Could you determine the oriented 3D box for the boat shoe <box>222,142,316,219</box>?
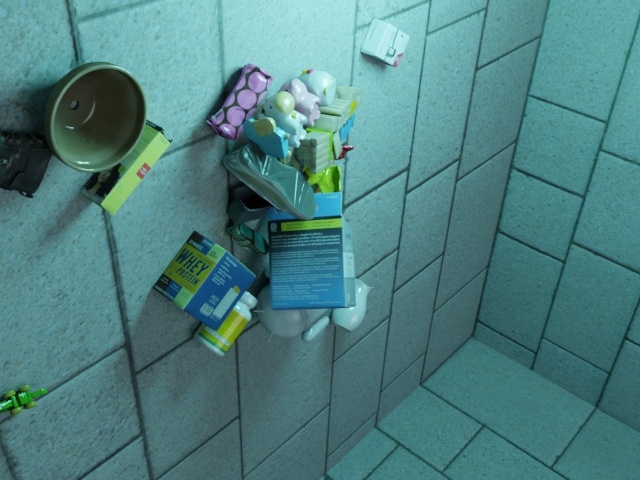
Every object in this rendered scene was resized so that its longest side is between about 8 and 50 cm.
[{"bbox_3d":[-0.135,-0.159,2.064,0.320,0.103,0.118,35,56,-38],"label":"boat shoe"}]

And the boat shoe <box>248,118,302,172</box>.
[{"bbox_3d":[-0.133,-0.245,2.092,0.089,0.105,0.285,-56,149,-13],"label":"boat shoe"}]

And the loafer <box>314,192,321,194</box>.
[{"bbox_3d":[0.000,0.000,2.375,0.111,0.112,0.319,9,78,-62],"label":"loafer"}]

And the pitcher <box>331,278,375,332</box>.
[{"bbox_3d":[0.111,0.242,2.848,0.178,0.126,0.207,37,73,-38],"label":"pitcher"}]

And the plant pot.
[{"bbox_3d":[-0.497,-0.272,1.541,0.237,0.110,0.237,-35,140,-36],"label":"plant pot"}]

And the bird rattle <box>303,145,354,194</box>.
[{"bbox_3d":[-0.008,-0.220,2.279,0.207,0.143,0.253,-50,-162,34],"label":"bird rattle"}]

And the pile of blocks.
[{"bbox_3d":[0.011,-0.342,2.183,0.362,0.113,0.148,-59,151,-36],"label":"pile of blocks"}]

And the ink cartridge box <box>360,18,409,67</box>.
[{"bbox_3d":[0.207,-0.628,2.307,0.150,0.063,0.109,5,111,-57],"label":"ink cartridge box"}]

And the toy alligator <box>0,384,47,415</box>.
[{"bbox_3d":[-0.764,0.403,1.771,0.051,0.056,0.190,-32,171,41],"label":"toy alligator"}]

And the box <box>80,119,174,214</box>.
[{"bbox_3d":[-0.454,-0.177,1.705,0.232,0.087,0.058,-54,149,-12],"label":"box"}]

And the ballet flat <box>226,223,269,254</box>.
[{"bbox_3d":[-0.225,-0.005,2.204,0.070,0.070,0.188,-55,144,-9],"label":"ballet flat"}]

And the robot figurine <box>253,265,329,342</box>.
[{"bbox_3d":[-0.076,0.195,2.441,0.353,0.200,0.299,-36,101,-35],"label":"robot figurine"}]

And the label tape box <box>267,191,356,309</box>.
[{"bbox_3d":[-0.028,0.038,2.228,0.115,0.249,0.347,14,74,-68],"label":"label tape box"}]

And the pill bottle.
[{"bbox_3d":[-0.290,0.249,2.257,0.208,0.118,0.117,-54,148,-11],"label":"pill bottle"}]

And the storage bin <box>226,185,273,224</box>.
[{"bbox_3d":[-0.210,-0.106,2.121,0.135,0.098,0.091,-17,156,-49],"label":"storage bin"}]

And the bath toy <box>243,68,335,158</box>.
[{"bbox_3d":[-0.076,-0.371,1.978,0.348,0.129,0.151,-55,156,-43],"label":"bath toy"}]

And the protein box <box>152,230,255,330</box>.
[{"bbox_3d":[-0.328,0.119,2.077,0.201,0.136,0.200,-55,148,-9],"label":"protein box"}]

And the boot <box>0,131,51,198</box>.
[{"bbox_3d":[-0.633,-0.205,1.442,0.229,0.091,0.262,-10,127,-58],"label":"boot"}]

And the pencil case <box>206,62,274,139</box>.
[{"bbox_3d":[-0.212,-0.367,1.900,0.098,0.095,0.209,34,84,-37],"label":"pencil case"}]
